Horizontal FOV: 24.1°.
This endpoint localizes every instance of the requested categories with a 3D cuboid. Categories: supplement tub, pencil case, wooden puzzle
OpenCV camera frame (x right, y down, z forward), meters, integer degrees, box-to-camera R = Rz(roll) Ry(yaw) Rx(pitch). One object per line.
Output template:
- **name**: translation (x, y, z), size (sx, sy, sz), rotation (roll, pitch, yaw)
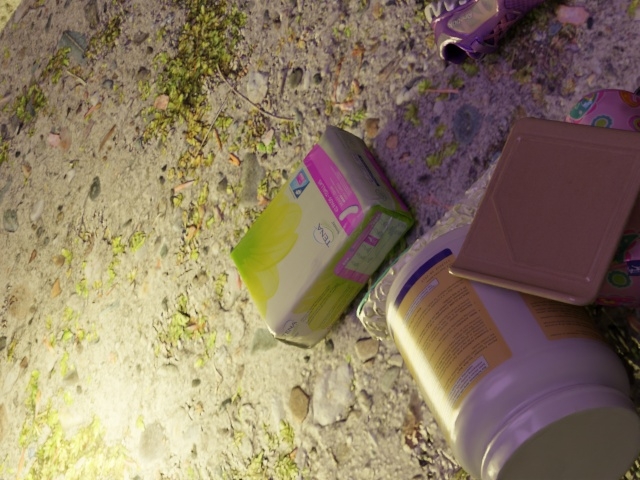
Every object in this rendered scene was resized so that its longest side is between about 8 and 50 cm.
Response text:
- **supplement tub**: translation (0.246, 0.162, 1.918), size (0.241, 0.241, 0.331), rotation (-49, 43, 22)
- **pencil case**: translation (0.372, -0.050, 1.873), size (0.124, 0.124, 0.284), rotation (-30, 47, 38)
- **wooden puzzle**: translation (0.289, -0.038, 1.833), size (0.221, 0.044, 0.239), rotation (14, 71, 46)

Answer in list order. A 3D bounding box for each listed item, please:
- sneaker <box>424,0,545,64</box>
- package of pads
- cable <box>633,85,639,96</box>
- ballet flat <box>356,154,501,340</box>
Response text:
- **sneaker**: translation (0.254, -0.329, 2.257), size (0.236, 0.095, 0.105), rotation (-17, 68, 50)
- **package of pads**: translation (0.000, 0.000, 2.389), size (0.296, 0.101, 0.229), rotation (-52, 40, 21)
- **cable**: translation (0.414, -0.075, 1.963), size (0.139, 0.072, 0.287), rotation (17, 87, 47)
- **ballet flat**: translation (0.212, 0.020, 2.102), size (0.409, 0.147, 0.147), rotation (-49, 43, 19)
